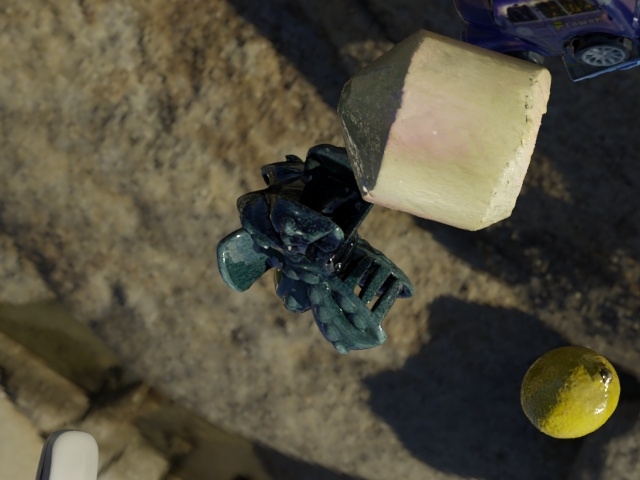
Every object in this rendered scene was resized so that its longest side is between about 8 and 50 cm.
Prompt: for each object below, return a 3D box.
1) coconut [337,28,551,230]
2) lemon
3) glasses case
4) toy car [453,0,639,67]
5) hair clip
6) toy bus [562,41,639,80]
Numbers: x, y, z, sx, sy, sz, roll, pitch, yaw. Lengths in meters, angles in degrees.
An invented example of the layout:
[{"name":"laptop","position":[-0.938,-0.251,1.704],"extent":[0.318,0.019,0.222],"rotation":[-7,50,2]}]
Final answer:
[{"name":"coconut","position":[0.088,-0.088,1.066],"extent":[0.152,0.147,0.147],"rotation":[15,152,3]},{"name":"lemon","position":[0.298,0.179,1.656],"extent":[0.109,0.109,0.133],"rotation":[36,142,-11]},{"name":"glasses case","position":[-0.327,0.335,1.760],"extent":[0.074,0.193,0.049],"rotation":[13,170,-42]},{"name":"toy car","position":[0.246,-0.288,1.523],"extent":[0.235,0.172,0.158],"rotation":[-7,159,34]},{"name":"hair clip","position":[-0.004,0.001,1.847],"extent":[0.206,0.194,0.310],"rotation":[15,146,30]},{"name":"toy bus","position":[0.346,-0.230,1.643],"extent":[0.153,0.051,0.061],"rotation":[-10,104,64]}]
